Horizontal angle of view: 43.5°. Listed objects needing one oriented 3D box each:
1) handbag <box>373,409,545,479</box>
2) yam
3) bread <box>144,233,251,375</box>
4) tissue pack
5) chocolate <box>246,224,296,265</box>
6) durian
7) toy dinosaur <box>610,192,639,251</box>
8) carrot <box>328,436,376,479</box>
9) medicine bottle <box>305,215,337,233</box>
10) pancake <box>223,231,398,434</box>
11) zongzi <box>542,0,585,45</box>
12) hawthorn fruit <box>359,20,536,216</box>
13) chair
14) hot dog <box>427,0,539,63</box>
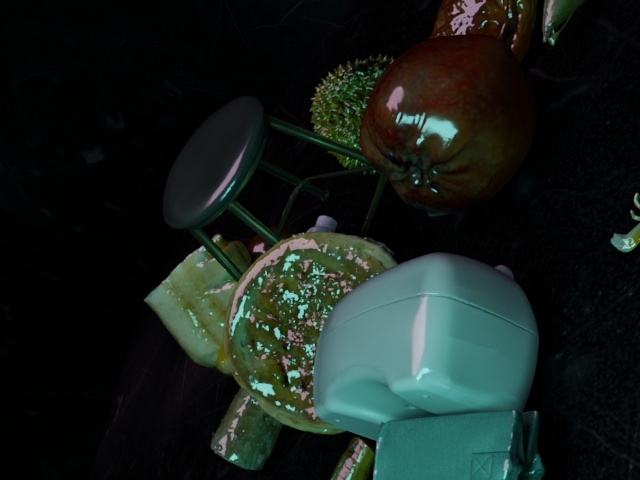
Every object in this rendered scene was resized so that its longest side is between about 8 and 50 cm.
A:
[{"bbox_3d":[0.168,0.355,0.997,0.274,0.100,0.268,-29,46,51],"label":"handbag"},{"bbox_3d":[-0.124,0.340,1.759,0.133,0.133,0.330,-25,37,60],"label":"yam"},{"bbox_3d":[-0.239,0.175,2.074,0.300,0.341,0.210,-45,-7,25],"label":"bread"},{"bbox_3d":[0.144,0.151,1.164,0.333,0.230,0.235,-33,39,53],"label":"tissue pack"},{"bbox_3d":[-0.123,0.050,2.159,0.176,0.177,0.176,-51,21,29],"label":"chocolate"},{"bbox_3d":[0.105,-0.292,1.864,0.224,0.291,0.291,125,169,-75],"label":"durian"},{"bbox_3d":[0.433,-0.028,0.982,0.187,0.044,0.106,9,84,57],"label":"toy dinosaur"},{"bbox_3d":[0.019,0.449,1.331,0.260,0.070,0.070,-62,19,-5],"label":"carrot"},{"bbox_3d":[0.000,0.000,2.002,0.055,0.074,0.117,-30,36,58],"label":"medicine bottle"},{"bbox_3d":[0.006,0.161,1.435,0.382,0.382,0.071,-59,-22,8],"label":"pancake"},{"bbox_3d":[0.491,-0.504,1.364,0.260,0.123,0.289,-30,36,59],"label":"zongzi"},{"bbox_3d":[0.223,-0.212,1.399,0.308,0.308,0.324,-45,15,40],"label":"hawthorn fruit"},{"bbox_3d":[-0.083,-0.070,1.682,0.365,0.410,0.361,-5,57,52],"label":"chair"},{"bbox_3d":[0.306,-0.406,1.649,0.267,0.174,0.387,-101,34,-65],"label":"hot dog"}]
